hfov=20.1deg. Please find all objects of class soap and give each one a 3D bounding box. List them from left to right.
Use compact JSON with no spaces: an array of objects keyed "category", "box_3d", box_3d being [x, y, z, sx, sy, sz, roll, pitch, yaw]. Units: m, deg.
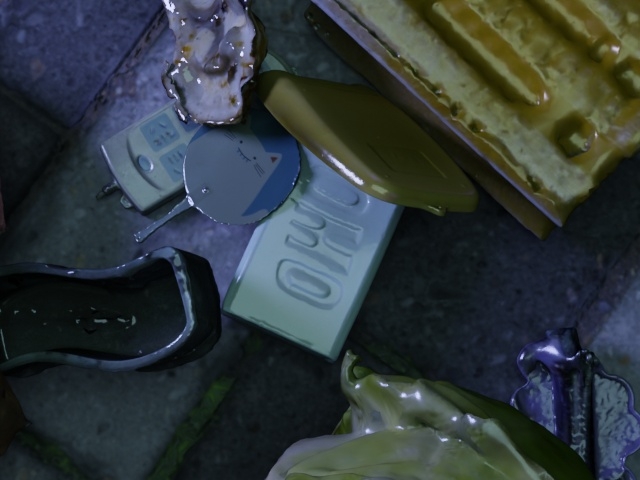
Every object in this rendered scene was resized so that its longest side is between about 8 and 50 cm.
[{"category":"soap","box_3d":[0.000,0.000,1.661,0.119,0.066,0.198,24,80,-2]},{"category":"soap","box_3d":[0.195,-0.209,1.662,0.335,0.156,0.293,41,83,3]}]

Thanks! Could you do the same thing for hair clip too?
[{"category":"hair clip","box_3d":[0.240,0.177,1.658,0.124,0.052,0.195,-6,87,1]}]

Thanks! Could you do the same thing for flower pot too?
[{"category":"flower pot","box_3d":[-0.206,0.069,1.590,0.229,0.108,0.103,-7,84,12]}]

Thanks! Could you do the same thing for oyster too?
[{"category":"oyster","box_3d":[-0.104,-0.266,1.667,0.078,0.129,0.345,2,70,-34]}]

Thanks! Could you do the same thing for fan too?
[{"category":"fan","box_3d":[-0.098,-0.050,1.649,0.175,0.005,0.113,-36,68,2]}]

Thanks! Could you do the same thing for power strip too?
[{"category":"power strip","box_3d":[-0.114,-0.100,1.687,0.227,0.029,0.080,-33,85,-7]}]

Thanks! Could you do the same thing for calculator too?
[{"category":"calculator","box_3d":[0.045,-0.088,1.596,0.157,0.236,0.033,6,119,-40]}]

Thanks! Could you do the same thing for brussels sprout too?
[{"category":"brussels sprout","box_3d":[0.074,0.337,1.471,0.361,0.342,0.425,33,92,9]}]

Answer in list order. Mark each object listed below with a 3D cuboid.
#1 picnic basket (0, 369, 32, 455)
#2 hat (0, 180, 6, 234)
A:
[{"category":"picnic basket","box_3d":[-0.450,0.118,1.449,0.293,0.337,0.337,-24,82,32]},{"category":"hat","box_3d":[-0.402,-0.110,1.628,0.237,0.107,0.286,-8,78,11]}]
